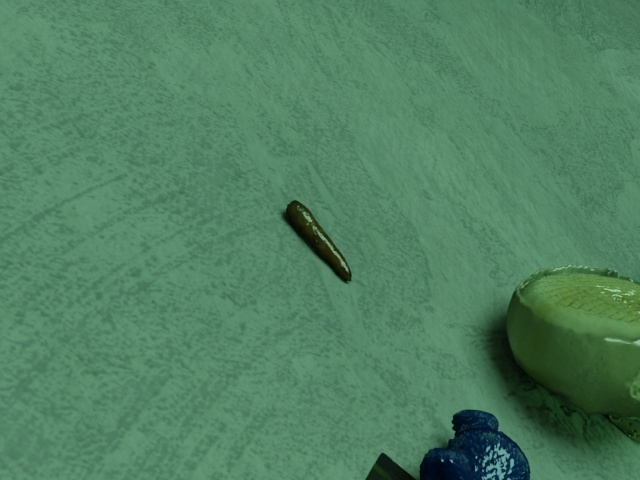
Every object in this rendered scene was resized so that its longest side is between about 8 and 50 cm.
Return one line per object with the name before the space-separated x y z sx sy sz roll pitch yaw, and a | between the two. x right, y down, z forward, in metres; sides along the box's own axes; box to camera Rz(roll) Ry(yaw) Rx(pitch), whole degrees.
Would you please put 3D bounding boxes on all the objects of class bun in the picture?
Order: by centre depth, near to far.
bun | 0.484 0.185 1.832 0.364 0.202 0.364 8 18 -3

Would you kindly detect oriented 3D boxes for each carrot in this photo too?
carrot | -0.001 0.000 1.760 0.165 0.036 0.035 51 35 14

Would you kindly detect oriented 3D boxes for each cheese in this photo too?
cheese | 0.564 0.281 1.960 0.097 0.037 0.192 41 34 1

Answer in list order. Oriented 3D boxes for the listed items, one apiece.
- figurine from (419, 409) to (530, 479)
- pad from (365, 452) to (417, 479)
figurine | 0.216 0.333 1.482 0.164 0.121 0.262 34 33 -13
pad | 0.100 0.378 1.430 0.143 0.003 0.211 39 33 1
